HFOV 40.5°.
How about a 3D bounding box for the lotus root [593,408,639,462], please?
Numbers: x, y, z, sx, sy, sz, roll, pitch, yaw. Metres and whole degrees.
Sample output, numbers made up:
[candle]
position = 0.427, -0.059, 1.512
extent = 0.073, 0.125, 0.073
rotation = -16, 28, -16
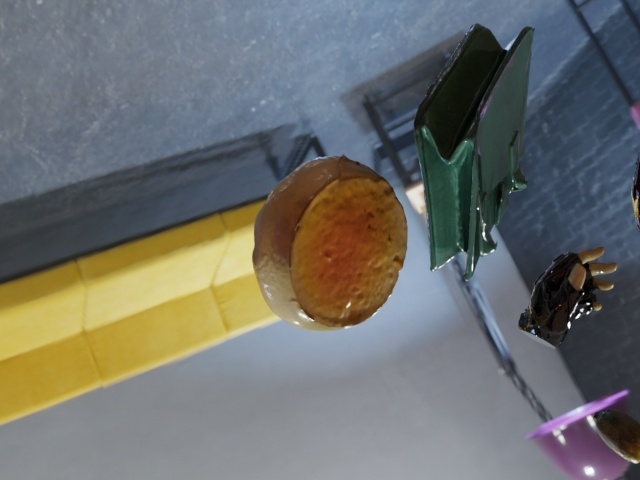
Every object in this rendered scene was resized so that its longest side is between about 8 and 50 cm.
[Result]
[lotus root]
position = 0.422, 0.270, 1.217
extent = 0.054, 0.099, 0.049
rotation = -32, 134, -12

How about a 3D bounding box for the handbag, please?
[handbag]
position = 0.214, -0.129, 1.152
extent = 0.089, 0.239, 0.326
rotation = 6, -143, 22

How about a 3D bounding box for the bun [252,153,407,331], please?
[bun]
position = 0.000, 0.000, 1.466
extent = 0.298, 0.299, 0.164
rotation = -12, -163, -41

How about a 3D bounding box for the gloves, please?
[gloves]
position = 0.457, 0.098, 1.600
extent = 0.203, 0.124, 0.164
rotation = -60, 159, -2

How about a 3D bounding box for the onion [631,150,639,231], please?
[onion]
position = 0.411, -0.050, 0.779
extent = 0.219, 0.252, 0.252
rotation = 28, 141, -18
